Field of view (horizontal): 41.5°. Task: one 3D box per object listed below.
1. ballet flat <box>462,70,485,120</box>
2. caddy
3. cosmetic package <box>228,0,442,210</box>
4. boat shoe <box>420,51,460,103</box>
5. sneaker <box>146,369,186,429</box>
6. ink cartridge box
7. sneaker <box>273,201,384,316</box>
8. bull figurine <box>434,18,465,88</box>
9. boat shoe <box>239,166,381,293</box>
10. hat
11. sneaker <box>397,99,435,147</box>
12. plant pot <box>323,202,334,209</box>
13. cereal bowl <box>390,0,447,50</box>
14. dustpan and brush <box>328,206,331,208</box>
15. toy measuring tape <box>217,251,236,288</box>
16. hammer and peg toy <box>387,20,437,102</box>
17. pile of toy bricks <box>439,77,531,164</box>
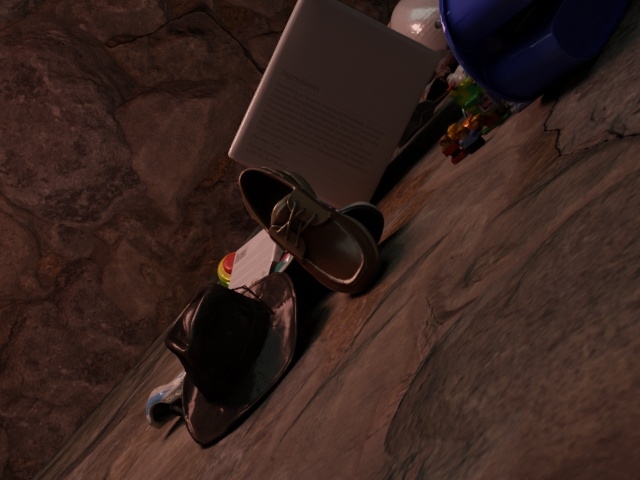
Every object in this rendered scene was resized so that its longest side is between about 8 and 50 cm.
[{"bbox_3d":[0.312,-0.283,1.592,0.079,0.077,0.221,-23,22,22],"label":"ballet flat"},{"bbox_3d":[0.324,-0.369,1.318,0.179,0.241,0.341,-25,21,53],"label":"caddy"},{"bbox_3d":[0.025,-0.309,1.912,0.329,0.327,0.394,-94,29,-79],"label":"cosmetic package"},{"bbox_3d":[0.331,-0.420,2.203,0.183,0.066,0.066,-55,10,14],"label":"boat shoe"},{"bbox_3d":[-0.258,0.297,1.682,0.237,0.085,0.086,-39,36,24],"label":"sneaker"},{"bbox_3d":[-0.162,0.103,2.163,0.296,0.066,0.261,-35,38,56],"label":"ink cartridge box"},{"bbox_3d":[0.014,0.003,1.547,0.295,0.123,0.178,-43,18,30],"label":"sneaker"},{"bbox_3d":[0.331,-0.462,1.756,0.188,0.101,0.310,37,106,51],"label":"bull figurine"},{"bbox_3d":[-0.032,-0.022,1.372,0.324,0.116,0.123,39,102,42],"label":"boat shoe"},{"bbox_3d":[-0.175,0.160,1.401,0.331,0.134,0.331,-38,29,26],"label":"hat"},{"bbox_3d":[0.231,-0.303,2.149,0.152,0.053,0.061,-44,5,19],"label":"sneaker"},{"bbox_3d":[-0.027,-0.185,2.351,0.236,0.212,0.236,-43,8,28],"label":"plant pot"},{"bbox_3d":[0.344,-0.619,2.225,0.338,0.141,0.339,-11,27,6],"label":"cereal bowl"},{"bbox_3d":[0.000,0.000,1.821,0.147,0.060,0.211,-40,10,39],"label":"dustpan and brush"},{"bbox_3d":[-0.197,0.046,2.414,0.330,0.121,0.121,-51,9,-27],"label":"toy measuring tape"},{"bbox_3d":[0.194,-0.458,2.338,0.361,0.266,0.127,-54,-2,-22],"label":"hammer and peg toy"},{"bbox_3d":[0.263,-0.233,1.429,0.212,0.105,0.118,-40,10,41],"label":"pile of toy bricks"}]
